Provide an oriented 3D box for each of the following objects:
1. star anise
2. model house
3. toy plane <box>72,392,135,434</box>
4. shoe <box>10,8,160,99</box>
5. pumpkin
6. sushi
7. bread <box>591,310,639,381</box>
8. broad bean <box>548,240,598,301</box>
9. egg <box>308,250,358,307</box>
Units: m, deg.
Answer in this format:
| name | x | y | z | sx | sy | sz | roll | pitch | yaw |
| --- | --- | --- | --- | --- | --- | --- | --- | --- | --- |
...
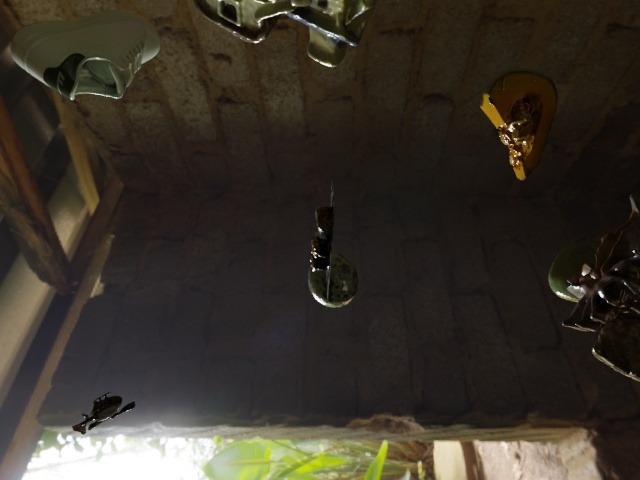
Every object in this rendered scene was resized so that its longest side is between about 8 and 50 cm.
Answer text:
| name | x | y | z | sx | sy | sz | roll | pitch | yaw |
| --- | --- | --- | --- | --- | --- | --- | --- | --- | --- |
| star anise | 0.346 | 0.072 | 0.354 | 0.148 | 0.227 | 0.218 | -55 | -20 | 5 |
| model house | -0.054 | -0.400 | 0.628 | 0.261 | 0.321 | 0.266 | -60 | -8 | -21 |
| toy plane | -0.671 | 0.529 | 1.269 | 0.078 | 0.197 | 0.053 | 59 | 180 | -32 |
| shoe | -0.464 | -0.406 | 0.936 | 0.132 | 0.160 | 0.363 | -45 | 1 | 39 |
| pumpkin | 0.519 | -0.323 | 1.139 | 0.139 | 0.190 | 0.280 | -42 | -33 | -75 |
| sushi | 0.000 | 0.000 | 0.851 | 0.192 | 0.040 | 0.210 | -90 | 3 | -64 |
| bread | 0.521 | 0.159 | 0.412 | 0.417 | 0.165 | 0.113 | 26 | 122 | 48 |
| broad bean | 0.697 | 0.084 | 1.118 | 0.100 | 0.169 | 0.228 | 57 | -162 | -8 |
| egg | 0.031 | 0.098 | 1.105 | 0.172 | 0.132 | 0.132 | -112 | 15 | -45 |
